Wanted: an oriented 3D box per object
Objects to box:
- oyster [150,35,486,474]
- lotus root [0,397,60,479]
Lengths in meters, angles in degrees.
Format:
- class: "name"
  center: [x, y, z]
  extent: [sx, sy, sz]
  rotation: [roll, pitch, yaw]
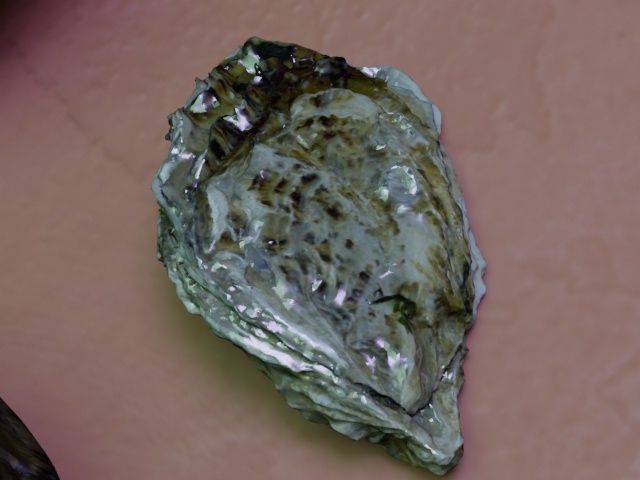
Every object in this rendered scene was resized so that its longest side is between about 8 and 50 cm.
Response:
- class: "oyster"
  center: [0.000, 0.000, 0.674]
  extent: [0.125, 0.064, 0.177]
  rotation: [1, 60, -1]
- class: "lotus root"
  center: [-0.249, 0.154, 0.586]
  extent: [0.346, 0.250, 0.250]
  rotation: [-40, 66, -3]
